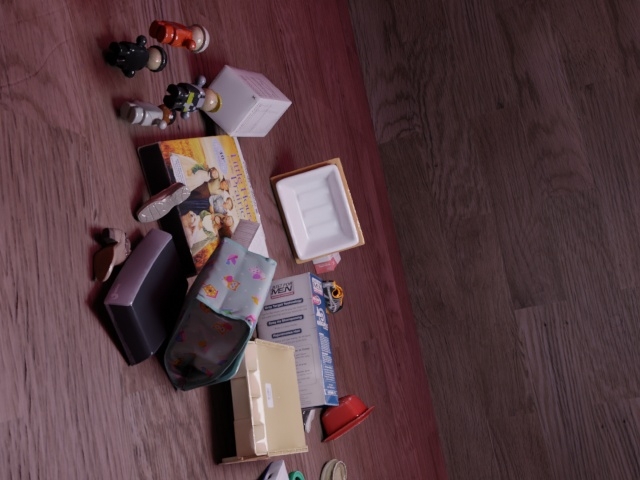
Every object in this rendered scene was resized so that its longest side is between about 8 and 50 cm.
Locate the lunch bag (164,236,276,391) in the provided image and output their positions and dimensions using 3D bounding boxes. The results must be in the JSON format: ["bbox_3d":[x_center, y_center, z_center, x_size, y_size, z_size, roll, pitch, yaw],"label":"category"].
[{"bbox_3d":[-0.214,0.167,1.469,0.160,0.262,0.223,26,34,-6],"label":"lunch bag"}]

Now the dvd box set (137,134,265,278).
[{"bbox_3d":[-0.272,-0.099,1.724,0.420,0.062,0.308,-31,107,-70],"label":"dvd box set"}]

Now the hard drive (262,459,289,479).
[{"bbox_3d":[-0.079,0.712,1.674,0.210,0.040,0.319,-20,96,-85],"label":"hard drive"}]

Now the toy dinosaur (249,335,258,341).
[{"bbox_3d":[-0.207,0.192,1.721,0.092,0.053,0.183,48,4,-42],"label":"toy dinosaur"}]

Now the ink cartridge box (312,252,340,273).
[{"bbox_3d":[0.000,0.000,2.430,0.115,0.067,0.198,-54,128,-66],"label":"ink cartridge box"}]

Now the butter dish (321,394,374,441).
[{"bbox_3d":[0.064,0.524,2.166,0.118,0.160,0.160,55,15,13],"label":"butter dish"}]

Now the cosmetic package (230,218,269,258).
[{"bbox_3d":[-0.175,0.057,1.751,0.239,0.060,0.099,83,27,-55],"label":"cosmetic package"}]

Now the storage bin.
[{"bbox_3d":[-0.147,0.377,1.653,0.260,0.123,0.262,30,49,-64],"label":"storage bin"}]

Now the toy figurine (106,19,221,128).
[{"bbox_3d":[-0.327,-0.349,1.506,0.148,0.213,0.210,-13,88,-58],"label":"toy figurine"}]

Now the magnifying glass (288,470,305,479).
[{"bbox_3d":[-0.047,0.722,1.848,0.092,0.026,0.231,10,68,-70],"label":"magnifying glass"}]

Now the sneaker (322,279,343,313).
[{"bbox_3d":[0.042,0.191,2.393,0.215,0.083,0.084,44,35,-60],"label":"sneaker"}]

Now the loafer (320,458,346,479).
[{"bbox_3d":[0.049,0.738,2.005,0.268,0.092,0.102,-76,147,-55],"label":"loafer"}]

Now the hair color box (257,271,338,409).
[{"bbox_3d":[-0.067,0.275,1.874,0.105,0.173,0.347,33,46,-65],"label":"hair color box"}]

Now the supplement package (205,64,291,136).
[{"bbox_3d":[-0.204,-0.377,1.932,0.134,0.139,0.244,44,17,7],"label":"supplement package"}]

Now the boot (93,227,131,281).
[{"bbox_3d":[-0.387,0.032,1.337,0.087,0.042,0.118,56,34,-65],"label":"boot"}]

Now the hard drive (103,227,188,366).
[{"bbox_3d":[-0.332,0.104,1.390,0.255,0.054,0.172,-75,156,-56],"label":"hard drive"}]

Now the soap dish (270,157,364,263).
[{"bbox_3d":[-0.009,-0.096,2.257,0.118,0.228,0.291,-94,167,-81],"label":"soap dish"}]

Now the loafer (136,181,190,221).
[{"bbox_3d":[-0.335,-0.082,1.489,0.039,0.125,0.045,39,-25,41],"label":"loafer"}]

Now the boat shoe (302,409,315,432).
[{"bbox_3d":[-0.040,0.499,2.007,0.125,0.038,0.046,-66,158,-59],"label":"boat shoe"}]
